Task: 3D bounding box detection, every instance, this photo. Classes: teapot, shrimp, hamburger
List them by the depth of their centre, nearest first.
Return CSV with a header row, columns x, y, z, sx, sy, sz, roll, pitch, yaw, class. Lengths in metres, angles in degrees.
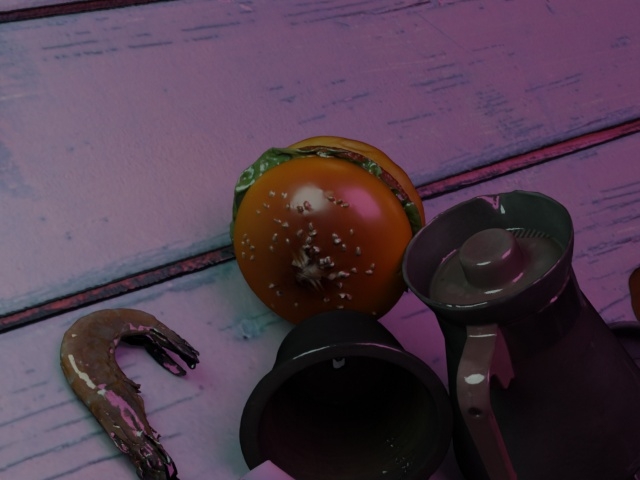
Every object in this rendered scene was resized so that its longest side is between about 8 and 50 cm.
x,y,z,sx,sy,sz,roll,pitch,yaw,class
-0.189,0.168,1.488,0.152,0.046,0.219,-17,67,-41,shrimp
0.233,0.149,1.582,0.344,0.253,0.300,64,32,-33,teapot
0.001,0.001,1.622,0.246,0.246,0.170,38,29,-5,hamburger

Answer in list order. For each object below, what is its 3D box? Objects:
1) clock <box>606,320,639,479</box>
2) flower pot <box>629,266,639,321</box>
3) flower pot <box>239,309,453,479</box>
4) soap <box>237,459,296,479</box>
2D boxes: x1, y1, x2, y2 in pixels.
x,y,z,sx,sy,sz,roll,pitch,yaw,class
0.472,0.289,1.859,0.386,0.076,0.386,20,46,-22,clock
0.591,0.069,2.064,0.190,0.173,0.191,18,48,-21,flower pot
0.024,0.175,1.541,0.235,0.235,0.148,25,24,-18,flower pot
-0.037,0.309,1.440,0.056,0.100,0.149,-24,72,-46,soap
